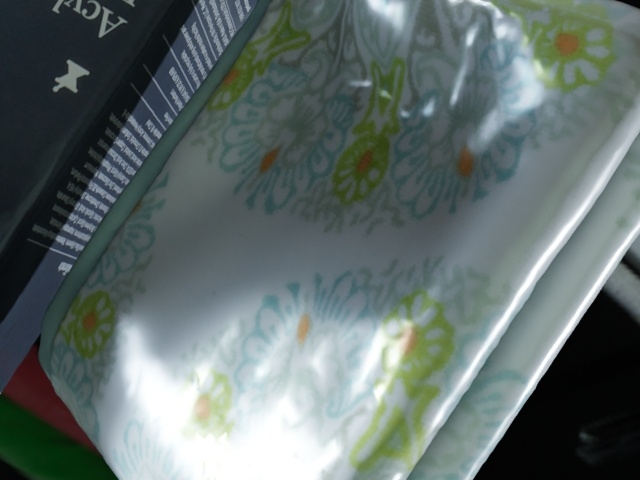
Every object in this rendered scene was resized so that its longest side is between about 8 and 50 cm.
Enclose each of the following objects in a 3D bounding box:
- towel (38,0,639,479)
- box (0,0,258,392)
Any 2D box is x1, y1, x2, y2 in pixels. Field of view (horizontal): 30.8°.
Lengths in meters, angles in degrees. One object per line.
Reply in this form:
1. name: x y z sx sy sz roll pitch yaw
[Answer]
1. towel: 0.000 0.000 0.658 0.090 0.374 0.320 29 6 -38
2. box: -0.269 -0.127 0.832 0.293 0.395 0.212 32 -4 4
